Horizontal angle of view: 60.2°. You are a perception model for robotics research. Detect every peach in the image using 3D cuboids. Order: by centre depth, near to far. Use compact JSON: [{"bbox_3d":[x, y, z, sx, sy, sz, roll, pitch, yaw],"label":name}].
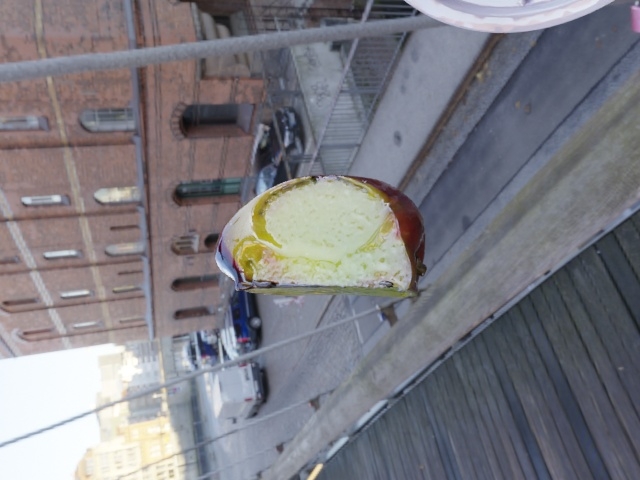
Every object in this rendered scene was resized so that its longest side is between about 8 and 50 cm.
[{"bbox_3d":[0.005,0.001,0.707,0.154,0.267,0.158,32,-123,-61],"label":"peach"}]

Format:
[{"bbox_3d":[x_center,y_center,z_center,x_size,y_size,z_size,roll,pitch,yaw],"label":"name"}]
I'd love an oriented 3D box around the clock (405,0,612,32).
[{"bbox_3d":[0.107,-0.215,0.283,0.197,0.197,0.068,105,177,-46],"label":"clock"}]
